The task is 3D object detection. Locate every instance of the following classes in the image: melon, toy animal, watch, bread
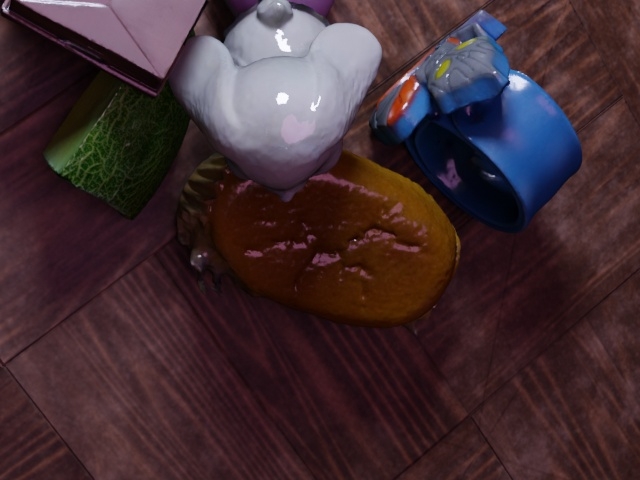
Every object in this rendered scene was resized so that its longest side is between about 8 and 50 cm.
[{"bbox_3d":[-0.233,-0.200,1.651,0.124,0.196,0.323,21,82,23],"label":"melon"},{"bbox_3d":[-0.041,-0.188,1.571,0.249,0.289,0.174,-25,134,-13],"label":"toy animal"},{"bbox_3d":[0.241,-0.155,1.758,0.241,0.305,0.274,-44,101,-11],"label":"watch"},{"bbox_3d":[0.002,-0.013,1.741,0.389,0.183,0.236,14,92,-22],"label":"bread"}]

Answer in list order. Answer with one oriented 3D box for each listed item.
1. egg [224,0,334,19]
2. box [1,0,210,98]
[{"bbox_3d":[-0.055,-0.397,1.682,0.196,0.196,0.271,-22,116,-18],"label":"egg"},{"bbox_3d":[-0.238,-0.315,1.516,0.215,0.086,0.215,29,78,-13],"label":"box"}]
